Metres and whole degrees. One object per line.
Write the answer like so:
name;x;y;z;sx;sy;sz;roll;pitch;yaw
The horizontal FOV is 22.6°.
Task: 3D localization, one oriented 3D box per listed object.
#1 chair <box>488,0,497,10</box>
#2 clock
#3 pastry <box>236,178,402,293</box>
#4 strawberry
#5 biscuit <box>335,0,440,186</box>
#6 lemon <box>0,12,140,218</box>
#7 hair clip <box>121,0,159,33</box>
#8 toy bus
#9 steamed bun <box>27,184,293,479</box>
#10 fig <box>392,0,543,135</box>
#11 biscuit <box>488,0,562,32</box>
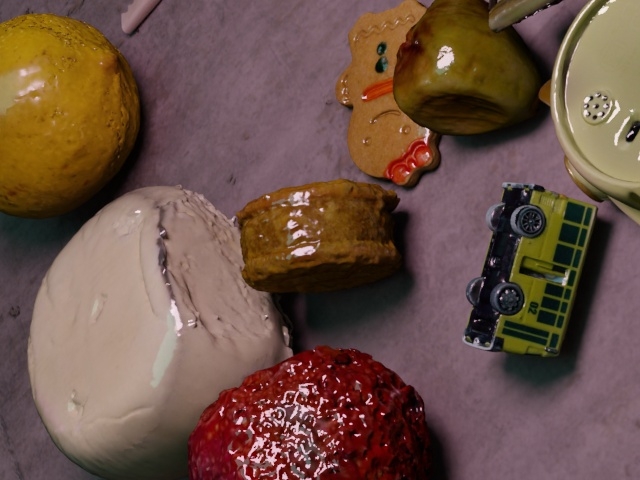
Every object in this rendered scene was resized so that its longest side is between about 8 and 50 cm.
chair;0.185;-0.421;1.659;0.170;0.160;0.325;24;130;26
clock;0.354;-0.145;1.557;0.348;0.117;0.286;34;102;42
pastry;0.000;0.000;1.798;0.189;0.189;0.103;-17;74;39
strawberry;-0.006;0.258;1.676;0.274;0.274;0.220;-58;19;14
biscuit;0.082;-0.169;1.870;0.166;0.036;0.225;-10;72;39
lemon;-0.380;-0.160;2.136;0.310;0.258;0.258;-47;52;29
hair clip;-0.214;-0.385;2.199;0.072;0.034;0.226;26;97;42
toy bus;0.215;0.034;1.644;0.088;0.101;0.175;-168;93;-72
steamed bun;-0.185;0.125;1.901;0.312;0.233;0.334;-32;52;36
fig;0.160;-0.181;1.737;0.166;0.154;0.144;29;143;27
biscuit;0.304;-0.292;1.584;0.322;0.099;0.038;-28;96;33
